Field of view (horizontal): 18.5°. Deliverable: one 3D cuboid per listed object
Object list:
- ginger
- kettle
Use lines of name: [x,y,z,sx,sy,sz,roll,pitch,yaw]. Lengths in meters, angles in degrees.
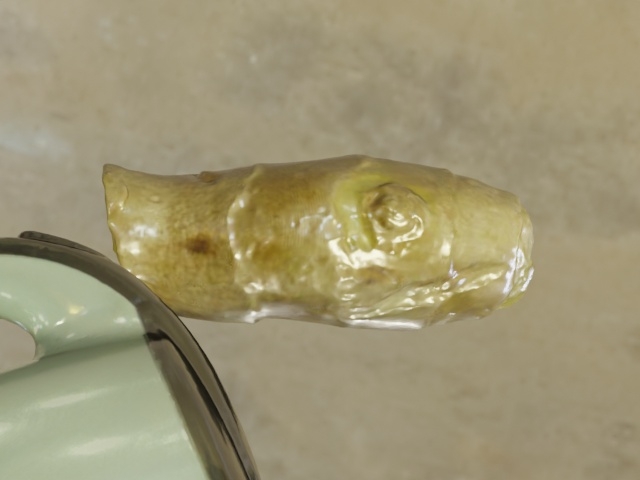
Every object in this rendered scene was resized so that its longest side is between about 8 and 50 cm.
ginger: [0.000,0.000,1.177,0.263,0.116,0.109,2,114,-4]
kettle: [-0.141,0.110,0.733,0.236,0.221,0.161,-22,159,-4]
